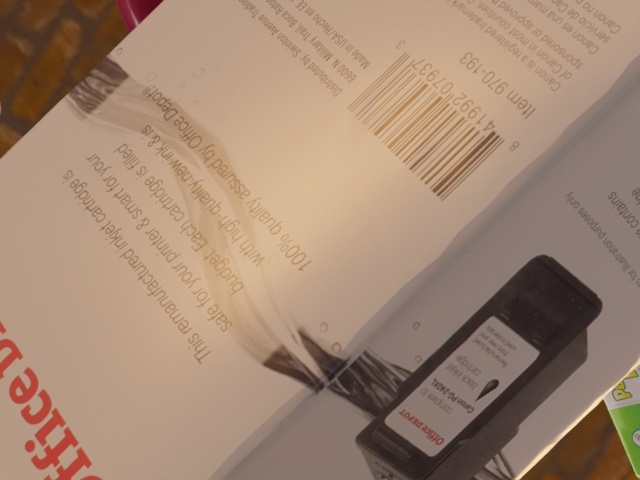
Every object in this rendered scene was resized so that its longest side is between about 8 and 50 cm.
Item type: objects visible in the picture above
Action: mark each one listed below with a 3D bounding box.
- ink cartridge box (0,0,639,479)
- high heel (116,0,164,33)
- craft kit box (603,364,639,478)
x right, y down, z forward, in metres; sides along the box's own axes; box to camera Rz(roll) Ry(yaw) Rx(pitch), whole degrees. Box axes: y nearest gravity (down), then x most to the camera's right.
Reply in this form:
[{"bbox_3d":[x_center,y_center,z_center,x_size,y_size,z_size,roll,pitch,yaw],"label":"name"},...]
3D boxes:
[{"bbox_3d":[0.000,0.000,0.365,0.150,0.109,0.063,-44,-45,2],"label":"ink cartridge box"},{"bbox_3d":[0.024,-0.130,0.894,0.244,0.082,0.117,-11,-50,15],"label":"high heel"},{"bbox_3d":[0.259,0.016,1.489,0.061,0.246,0.250,-7,-55,30],"label":"craft kit box"}]
